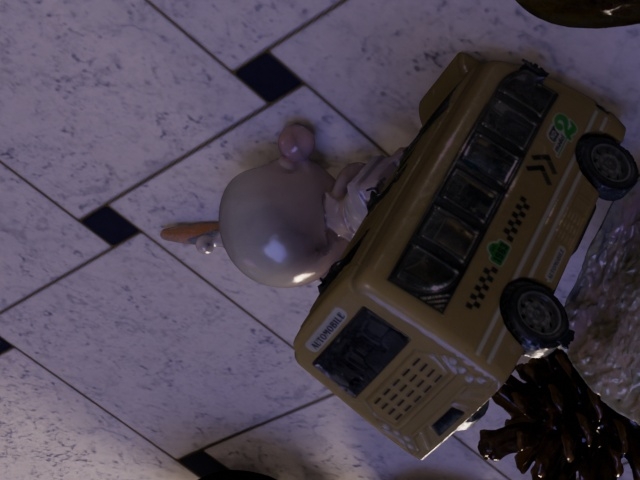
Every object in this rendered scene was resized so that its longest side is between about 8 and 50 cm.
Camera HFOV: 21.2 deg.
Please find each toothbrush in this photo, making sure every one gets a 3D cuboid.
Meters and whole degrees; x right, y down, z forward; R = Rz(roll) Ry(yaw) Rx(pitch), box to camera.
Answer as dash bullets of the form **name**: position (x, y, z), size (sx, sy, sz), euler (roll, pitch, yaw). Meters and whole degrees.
- **toothbrush**: position (0.000, 0.000, 1.828), size (0.375, 0.037, 0.028), euler (3, 136, 20)

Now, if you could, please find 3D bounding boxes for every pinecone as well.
- **pinecone**: position (0.277, 0.193, 1.848), size (0.212, 0.169, 0.186), euler (-14, 119, 15)

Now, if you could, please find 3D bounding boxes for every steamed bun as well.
- **steamed bun**: position (0.319, 0.052, 1.597), size (0.170, 0.225, 0.200), euler (30, -176, -7)

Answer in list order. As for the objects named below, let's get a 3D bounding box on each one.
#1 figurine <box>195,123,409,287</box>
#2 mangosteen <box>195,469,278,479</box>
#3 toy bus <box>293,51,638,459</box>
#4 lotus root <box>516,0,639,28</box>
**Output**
- **figurine**: position (-0.001, -0.012, 1.728), size (0.256, 0.145, 0.182), euler (-10, 137, 34)
- **mangosteen**: position (-0.096, 0.439, 2.179), size (0.330, 0.330, 0.330), euler (10, 141, 8)
- **toy bus**: position (0.134, 0.000, 1.526), size (0.202, 0.365, 0.177), euler (35, 138, -3)
- **lotus root**: position (0.253, -0.240, 1.380), size (0.241, 0.123, 0.124), euler (-9, 125, 25)
